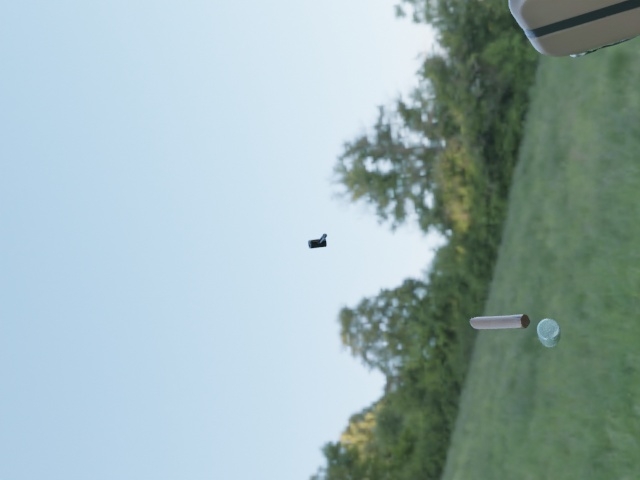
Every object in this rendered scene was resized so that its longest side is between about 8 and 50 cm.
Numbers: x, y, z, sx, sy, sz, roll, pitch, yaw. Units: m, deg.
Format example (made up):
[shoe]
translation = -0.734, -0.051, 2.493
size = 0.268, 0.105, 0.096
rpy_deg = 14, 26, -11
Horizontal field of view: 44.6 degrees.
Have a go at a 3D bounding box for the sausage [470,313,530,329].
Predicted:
[sausage]
translation = 0.315, 0.145, 1.382
size = 0.026, 0.116, 0.026
rpy_deg = 7, -101, -40

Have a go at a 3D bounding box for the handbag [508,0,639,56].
[handbag]
translation = 0.497, -0.432, 1.364
size = 0.283, 0.302, 0.149
rpy_deg = 40, -137, -52

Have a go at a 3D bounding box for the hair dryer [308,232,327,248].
[hair dryer]
translation = 0.000, 0.000, 2.014
size = 0.083, 0.047, 0.026
rpy_deg = 136, 123, -68

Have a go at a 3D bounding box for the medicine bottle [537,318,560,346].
[medicine bottle]
translation = 0.487, 0.198, 1.661
size = 0.083, 0.047, 0.047
rpy_deg = 48, -140, -63
